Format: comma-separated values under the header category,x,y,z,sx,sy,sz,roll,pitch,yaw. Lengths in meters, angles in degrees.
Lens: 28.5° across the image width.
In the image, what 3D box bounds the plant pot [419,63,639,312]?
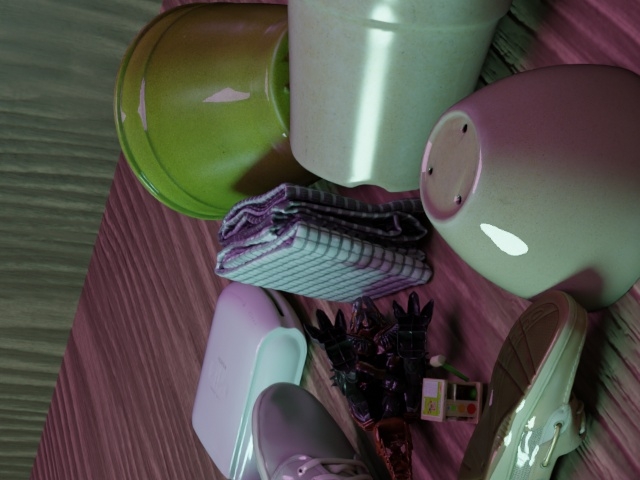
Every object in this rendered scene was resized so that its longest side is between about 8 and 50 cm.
category,x,y,z,sx,sy,sz,roll,pitch,yaw
plant pot,0.224,-0.069,1.399,0.284,0.191,0.284,-30,56,59

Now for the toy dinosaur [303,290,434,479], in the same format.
category,x,y,z,sx,sy,sz,roll,pitch,yaw
toy dinosaur,0.092,0.190,1.704,0.322,0.164,0.218,50,159,42

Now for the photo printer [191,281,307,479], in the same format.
category,x,y,z,sx,sy,sz,roll,pitch,yaw
photo printer,-0.123,0.229,2.173,0.256,0.107,0.307,-138,59,-62

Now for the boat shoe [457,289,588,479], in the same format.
category,x,y,z,sx,sy,sz,roll,pitch,yaw
boat shoe,0.242,0.192,1.399,0.109,0.098,0.302,-101,26,-63

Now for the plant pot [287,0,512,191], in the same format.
category,x,y,z,sx,sy,sz,roll,pitch,yaw
plant pot,0.085,-0.245,1.657,0.334,0.334,0.305,-121,33,-54

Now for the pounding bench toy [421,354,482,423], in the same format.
category,x,y,z,sx,sy,sz,roll,pitch,yaw
pounding bench toy,0.170,0.187,1.590,0.052,0.065,0.083,171,104,-64

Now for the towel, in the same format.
category,x,y,z,sx,sy,sz,roll,pitch,yaw
towel,0.000,0.000,1.823,0.283,0.235,0.121,-25,55,62

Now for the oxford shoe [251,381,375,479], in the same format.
category,x,y,z,sx,sy,sz,roll,pitch,yaw
oxford shoe,0.030,0.362,1.733,0.449,0.169,0.130,65,143,39

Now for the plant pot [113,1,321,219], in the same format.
category,x,y,z,sx,sy,sz,roll,pitch,yaw
plant pot,-0.079,-0.223,1.979,0.353,0.366,0.366,-4,80,54
